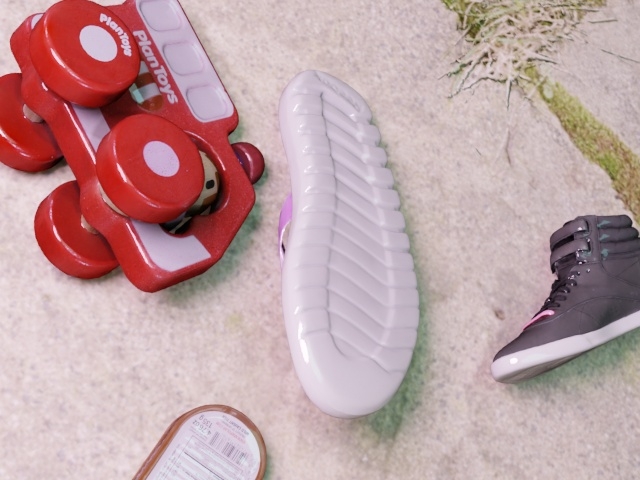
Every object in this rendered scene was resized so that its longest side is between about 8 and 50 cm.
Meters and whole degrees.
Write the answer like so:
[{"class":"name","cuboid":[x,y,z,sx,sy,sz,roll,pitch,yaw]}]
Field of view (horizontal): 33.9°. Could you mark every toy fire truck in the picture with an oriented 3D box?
[{"class":"toy fire truck","cuboid":[-0.172,-0.109,1.051,0.253,0.169,0.302,-24,82,-47]}]

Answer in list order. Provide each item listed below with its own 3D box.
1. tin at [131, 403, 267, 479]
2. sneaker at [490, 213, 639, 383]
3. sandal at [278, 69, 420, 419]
[{"class":"tin","cuboid":[-0.126,0.242,0.999,0.106,0.040,0.190,35,62,-2]},{"class":"sneaker","cuboid":[0.279,0.059,1.200,0.295,0.104,0.147,-19,77,-33]},{"class":"sandal","cuboid":[0.013,0.005,1.114,0.169,0.102,0.417,22,50,-30]}]
